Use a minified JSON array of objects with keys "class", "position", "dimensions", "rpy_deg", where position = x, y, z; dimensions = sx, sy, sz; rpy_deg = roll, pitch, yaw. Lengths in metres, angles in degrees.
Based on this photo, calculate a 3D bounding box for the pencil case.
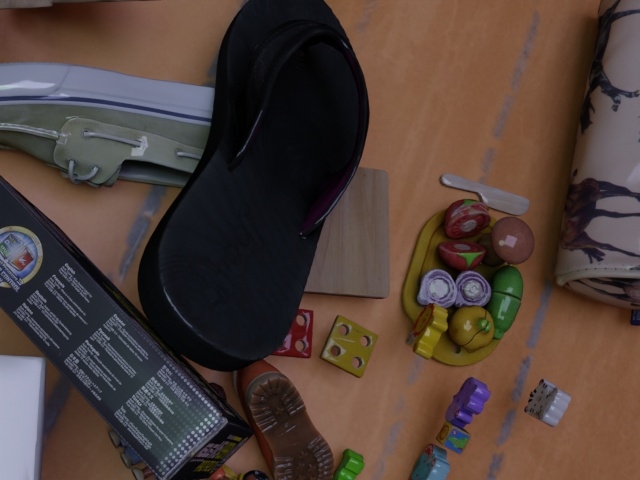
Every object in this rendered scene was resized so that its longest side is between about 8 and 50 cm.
[{"class":"pencil case","position":[0.384,-0.116,1.051],"dimensions":[0.184,0.160,0.410],"rpy_deg":[14,72,-2]}]

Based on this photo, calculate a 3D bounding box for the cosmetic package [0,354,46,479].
[{"class":"cosmetic package","position":[-0.281,0.200,0.666],"dimensions":[0.138,0.224,0.224],"rpy_deg":[4,77,-21]}]

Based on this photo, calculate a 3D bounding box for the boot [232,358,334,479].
[{"class":"boot","position":[-0.037,0.175,0.867],"dimensions":[0.059,0.085,0.157],"rpy_deg":[-25,116,-16]}]

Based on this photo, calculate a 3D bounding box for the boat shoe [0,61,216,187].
[{"class":"boat shoe","position":[-0.198,-0.096,0.837],"dimensions":[0.302,0.109,0.094],"rpy_deg":[1,80,-25]}]

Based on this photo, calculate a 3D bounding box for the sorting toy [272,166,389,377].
[{"class":"sorting toy","position":[0.000,0.000,0.928],"dimensions":[0.132,0.046,0.274],"rpy_deg":[5,75,-21]}]

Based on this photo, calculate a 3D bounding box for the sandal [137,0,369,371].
[{"class":"sandal","position":[-0.021,-0.086,0.815],"dimensions":[0.168,0.107,0.445],"rpy_deg":[35,45,-24]}]

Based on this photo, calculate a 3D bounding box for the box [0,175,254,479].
[{"class":"box","position":[-0.170,0.067,0.710],"dimensions":[0.270,0.216,0.060],"rpy_deg":[44,80,11]}]

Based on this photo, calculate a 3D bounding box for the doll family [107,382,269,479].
[{"class":"doll family","position":[-0.103,0.207,0.824],"dimensions":[0.111,0.076,0.193],"rpy_deg":[-29,87,-21]}]

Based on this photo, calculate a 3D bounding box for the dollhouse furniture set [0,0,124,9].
[{"class":"dollhouse furniture set","position":[-0.352,-0.358,0.708],"dimensions":[0.394,0.257,0.362],"rpy_deg":[-26,118,-53]}]

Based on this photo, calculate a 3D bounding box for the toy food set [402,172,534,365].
[{"class":"toy food set","position":[0.168,0.024,0.979],"dimensions":[0.128,0.071,0.217],"rpy_deg":[23,70,-16]}]

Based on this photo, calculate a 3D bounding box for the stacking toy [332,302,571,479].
[{"class":"stacking toy","position":[0.124,0.196,0.918],"dimensions":[0.167,0.052,0.221],"rpy_deg":[31,89,-11]}]
